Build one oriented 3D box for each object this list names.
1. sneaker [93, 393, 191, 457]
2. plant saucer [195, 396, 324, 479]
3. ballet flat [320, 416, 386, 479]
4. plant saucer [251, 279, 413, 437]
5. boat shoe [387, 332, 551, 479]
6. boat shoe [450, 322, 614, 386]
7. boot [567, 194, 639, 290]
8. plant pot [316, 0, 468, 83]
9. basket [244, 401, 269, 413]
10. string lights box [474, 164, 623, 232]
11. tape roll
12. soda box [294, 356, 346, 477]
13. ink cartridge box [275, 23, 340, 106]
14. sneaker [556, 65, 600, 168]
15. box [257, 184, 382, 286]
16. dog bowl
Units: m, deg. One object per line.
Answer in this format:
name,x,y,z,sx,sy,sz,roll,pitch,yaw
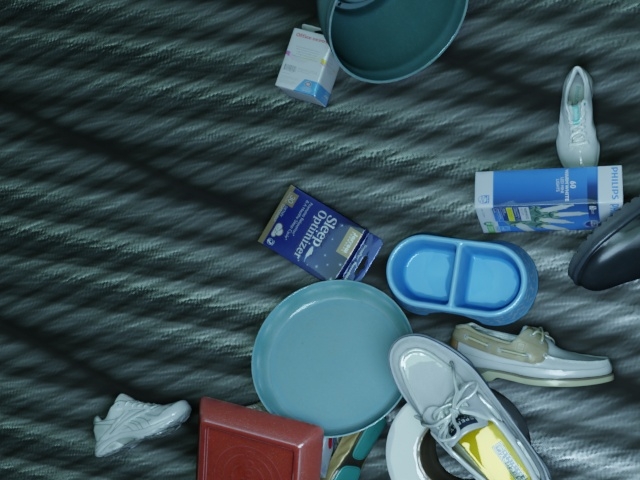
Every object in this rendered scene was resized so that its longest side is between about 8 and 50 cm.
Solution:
sneaker,-0.378,0.362,2.072,0.232,0.090,0.115,-23,74,12
plant saucer,-0.128,0.444,1.883,0.259,0.048,0.258,10,107,20
ballet flat,0.050,0.420,1.952,0.073,0.080,0.232,31,90,46
plant saucer,0.026,0.227,1.920,0.318,0.043,0.317,-6,61,11
boat shoe,0.236,0.303,1.676,0.136,0.156,0.367,-40,74,8
boat shoe,0.382,0.208,1.844,0.302,0.113,0.103,1,89,18
boot,0.689,0.096,1.691,0.367,0.146,0.445,-39,60,9
plant pot,0.111,-0.482,1.944,0.293,0.293,0.196,-40,47,9
basket,-0.109,0.411,1.974,0.113,0.103,0.167,18,90,19
string lights box,0.422,-0.075,1.850,0.260,0.133,0.076,-2,69,17
tape roll,0.255,0.383,1.832,0.246,0.169,0.246,-2,83,16
soda box,-0.004,0.339,1.935,0.074,0.069,0.216,8,66,18
ink cartridge box,-0.017,-0.360,2.046,0.092,0.090,0.143,19,88,18
sneaker,0.478,-0.222,1.877,0.080,0.094,0.212,-4,82,15
box,0.000,0.000,2.027,0.225,0.036,0.136,31,93,17
dog bowl,0.262,0.069,1.918,0.297,0.074,0.166,8,86,18
